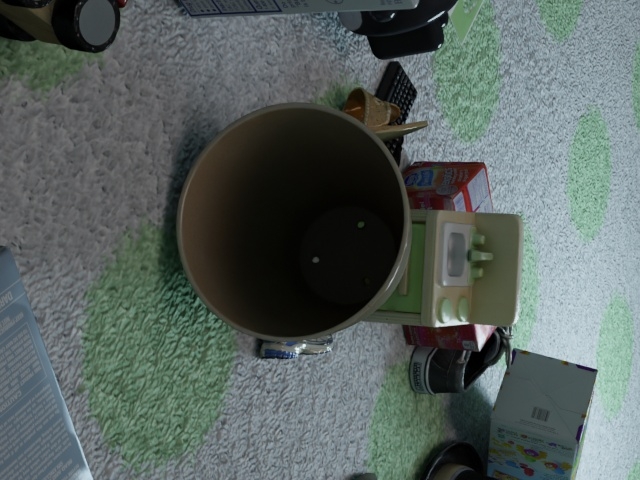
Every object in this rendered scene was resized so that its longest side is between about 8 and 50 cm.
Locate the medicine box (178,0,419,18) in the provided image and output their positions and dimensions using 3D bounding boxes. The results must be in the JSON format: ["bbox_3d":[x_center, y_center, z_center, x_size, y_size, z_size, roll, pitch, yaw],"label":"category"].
[{"bbox_3d":[-0.013,-0.383,1.283,0.149,0.289,0.263,53,49,-49],"label":"medicine box"}]

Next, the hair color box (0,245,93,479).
[{"bbox_3d":[-0.290,0.189,0.974,0.113,0.185,0.374,-44,129,-49],"label":"hair color box"}]

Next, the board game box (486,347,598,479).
[{"bbox_3d":[0.364,0.320,2.030,0.275,0.144,0.142,82,26,-54],"label":"board game box"}]

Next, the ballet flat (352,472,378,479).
[{"bbox_3d":[0.046,0.377,1.656,0.213,0.068,0.072,-22,111,-57],"label":"ballet flat"}]

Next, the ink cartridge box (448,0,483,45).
[{"bbox_3d":[0.181,-0.432,1.825,0.171,0.056,0.235,-63,143,-34],"label":"ink cartridge box"}]

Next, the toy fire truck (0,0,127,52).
[{"bbox_3d":[-0.254,-0.316,1.059,0.217,0.158,0.246,35,73,-54],"label":"toy fire truck"}]

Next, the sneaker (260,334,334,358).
[{"bbox_3d":[-0.025,0.115,1.536,0.135,0.052,0.058,-2,90,-59],"label":"sneaker"}]

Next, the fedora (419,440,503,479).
[{"bbox_3d":[0.256,0.491,1.930,0.334,0.152,0.334,-8,100,-59],"label":"fedora"}]

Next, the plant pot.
[{"bbox_3d":[0.000,0.000,1.419,0.274,0.256,0.256,33,64,-73],"label":"plant pot"}]

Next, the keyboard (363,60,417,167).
[{"bbox_3d":[0.100,-0.158,1.746,0.108,0.023,0.180,57,47,-44],"label":"keyboard"}]

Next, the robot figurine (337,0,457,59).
[{"bbox_3d":[0.087,-0.372,1.557,0.173,0.209,0.278,-29,124,-14],"label":"robot figurine"}]

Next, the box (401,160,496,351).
[{"bbox_3d":[0.185,0.022,1.802,0.128,0.123,0.257,-44,129,-48],"label":"box"}]

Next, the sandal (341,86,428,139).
[{"bbox_3d":[0.054,-0.164,1.615,0.240,0.088,0.079,-21,91,-46],"label":"sandal"}]

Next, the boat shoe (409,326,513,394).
[{"bbox_3d":[0.253,0.154,1.943,0.306,0.105,0.113,-29,117,-54],"label":"boat shoe"}]

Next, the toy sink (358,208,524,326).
[{"bbox_3d":[0.132,0.034,1.611,0.131,0.234,0.153,2,92,-59],"label":"toy sink"}]
